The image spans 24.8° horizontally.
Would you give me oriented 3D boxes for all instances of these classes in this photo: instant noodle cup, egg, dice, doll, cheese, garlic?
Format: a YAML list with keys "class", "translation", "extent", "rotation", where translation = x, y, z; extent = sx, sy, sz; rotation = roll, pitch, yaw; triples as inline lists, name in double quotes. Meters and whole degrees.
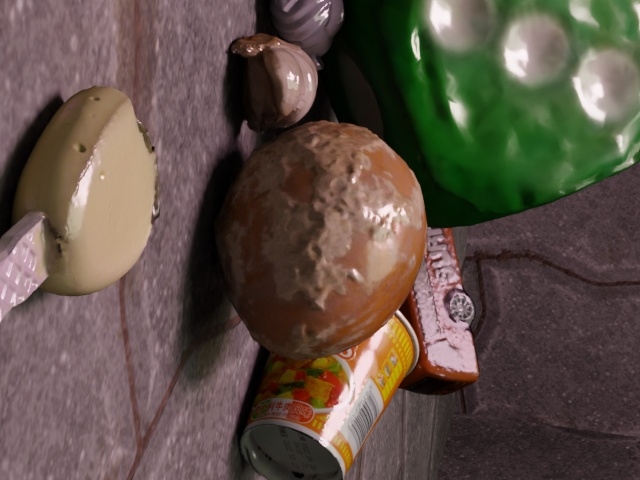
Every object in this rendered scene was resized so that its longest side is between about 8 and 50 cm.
- class: "instant noodle cup"
  translation: [0.001, 0.164, 1.544]
  extent: [0.168, 0.168, 0.185]
  rotation: [86, 24, -45]
- class: "egg"
  translation: [0.000, 0.000, 1.311]
  extent: [0.195, 0.195, 0.233]
  rotation: [78, 17, -59]
- class: "dice"
  translation: [0.172, -0.194, 1.523]
  extent: [0.297, 0.300, 0.287]
  rotation: [69, -13, -10]
- class: "doll"
  translation: [-0.017, -0.251, 1.390]
  extent: [0.094, 0.079, 0.180]
  rotation: [-15, 99, -62]
- class: "cheese"
  translation: [-0.156, -0.008, 0.855]
  extent: [0.255, 0.050, 0.127]
  rotation: [-59, 154, -65]
- class: "garlic"
  translation: [-0.039, -0.144, 1.328]
  extent: [0.113, 0.074, 0.094]
  rotation: [-99, -178, -71]

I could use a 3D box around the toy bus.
- class: "toy bus"
  translation: [0.100, -0.023, 1.694]
  extent: [0.093, 0.092, 0.408]
  rotation: [-37, -121, 57]
